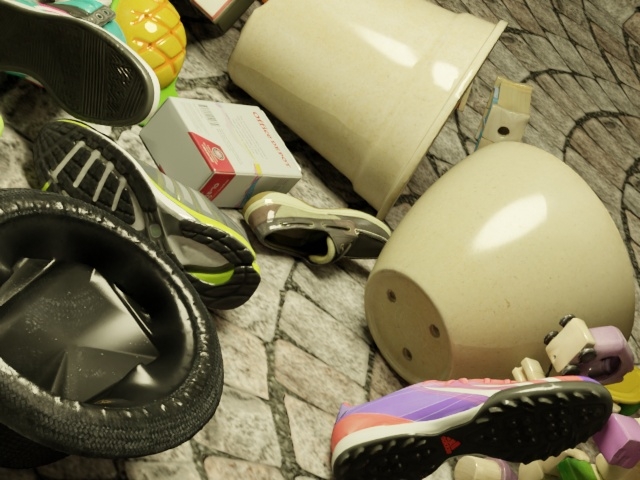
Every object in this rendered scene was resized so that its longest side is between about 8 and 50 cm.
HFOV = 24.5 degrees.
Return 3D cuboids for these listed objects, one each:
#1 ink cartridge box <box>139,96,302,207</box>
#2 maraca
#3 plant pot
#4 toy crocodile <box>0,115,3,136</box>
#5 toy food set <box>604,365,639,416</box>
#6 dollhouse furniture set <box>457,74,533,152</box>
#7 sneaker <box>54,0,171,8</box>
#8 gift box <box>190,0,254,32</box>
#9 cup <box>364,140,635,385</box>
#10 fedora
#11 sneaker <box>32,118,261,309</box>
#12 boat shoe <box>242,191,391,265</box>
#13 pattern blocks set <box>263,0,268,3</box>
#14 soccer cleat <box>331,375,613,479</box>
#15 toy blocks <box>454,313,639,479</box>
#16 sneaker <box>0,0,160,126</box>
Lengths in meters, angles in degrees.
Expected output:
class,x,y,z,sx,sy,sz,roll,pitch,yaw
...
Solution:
class,x,y,z,sx,sy,sz,roll,pitch,yaw
ink cartridge box,-0.126,-0.110,1.892,0.175,0.072,0.127,1,50,-52
maraca,-0.225,-0.239,1.905,0.127,0.099,0.185,-1,83,-49
plant pot,0.049,-0.246,2.093,0.305,0.334,0.334,32,28,3
toy crocodile,-0.478,-0.179,1.493,0.340,0.105,0.115,40,28,-7
toy food set,0.404,0.226,2.151,0.128,0.071,0.218,29,20,23
dollhouse furniture set,0.249,-0.208,2.491,0.184,0.129,0.129,17,31,1
sneaker,-0.283,-0.368,1.975,0.229,0.086,0.132,-22,96,-59
gift box,-0.145,-0.475,2.069,0.255,0.276,0.258,38,3,-1
cup,0.198,0.068,1.876,0.237,0.331,0.331,-26,71,-32
fedora,-0.253,0.104,1.357,0.334,0.152,0.334,32,30,-22
sneaker,-0.200,-0.035,1.691,0.300,0.111,0.121,39,11,-12
boat shoe,0.000,-0.001,1.914,0.223,0.080,0.073,16,45,-34
pattern blocks set,-0.009,-0.386,2.461,0.285,0.026,0.325,23,35,-34
soccer cleat,0.164,0.193,1.649,0.116,0.318,0.108,-94,165,-54
toy blocks,0.359,0.308,1.749,0.260,0.288,0.309,17,35,-34
sneaker,-0.270,-0.209,1.730,0.295,0.123,0.178,26,18,26
